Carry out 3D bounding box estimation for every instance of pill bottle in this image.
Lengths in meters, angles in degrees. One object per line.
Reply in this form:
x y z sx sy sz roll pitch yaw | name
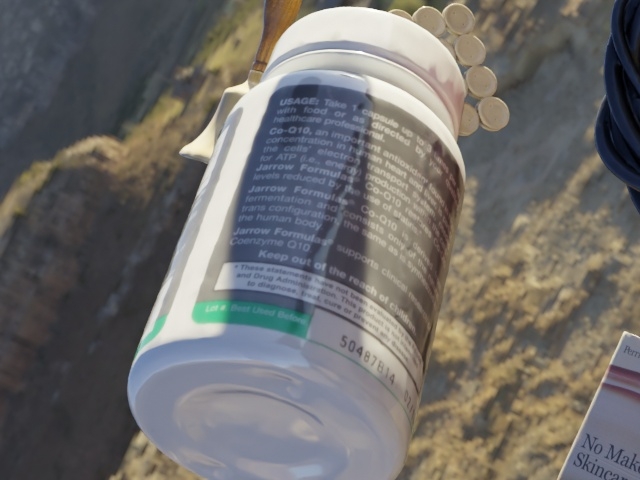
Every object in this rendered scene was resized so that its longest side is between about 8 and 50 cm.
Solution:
0.000 0.000 1.005 0.204 0.204 0.361 -43 23 49 | pill bottle

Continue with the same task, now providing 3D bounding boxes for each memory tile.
0.129 -0.176 1.361 0.012 0.113 0.148 -40 65 61 | memory tile

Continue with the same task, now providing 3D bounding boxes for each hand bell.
-0.058 -0.190 1.376 0.126 0.126 0.242 -149 74 -74 | hand bell

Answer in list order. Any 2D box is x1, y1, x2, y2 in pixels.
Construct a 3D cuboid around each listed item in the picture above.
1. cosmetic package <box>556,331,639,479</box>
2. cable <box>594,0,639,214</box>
0.347 0.266 1.380 0.153 0.129 0.296 18 82 49 | cosmetic package
0.192 -0.049 0.494 0.150 0.184 0.047 -55 -16 27 | cable
